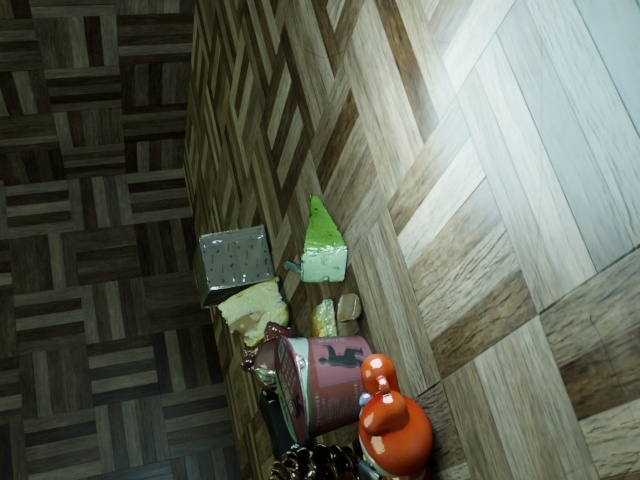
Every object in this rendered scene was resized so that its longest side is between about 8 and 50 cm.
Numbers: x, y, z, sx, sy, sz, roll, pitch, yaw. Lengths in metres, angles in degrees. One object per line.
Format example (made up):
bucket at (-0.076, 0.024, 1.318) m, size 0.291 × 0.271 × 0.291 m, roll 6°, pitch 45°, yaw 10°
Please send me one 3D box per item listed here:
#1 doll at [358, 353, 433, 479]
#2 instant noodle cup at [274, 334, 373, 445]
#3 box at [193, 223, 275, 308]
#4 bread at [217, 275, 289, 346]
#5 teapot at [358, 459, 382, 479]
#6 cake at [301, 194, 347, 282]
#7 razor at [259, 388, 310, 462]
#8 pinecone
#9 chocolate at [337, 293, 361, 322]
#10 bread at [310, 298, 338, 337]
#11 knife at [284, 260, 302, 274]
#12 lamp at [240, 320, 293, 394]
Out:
doll at (0.129, 0.335, 1.227) m, size 0.161 × 0.130 × 0.290 m, roll -104°, pitch -3°, yaw -67°
instant noodle cup at (0.014, 0.306, 1.510) m, size 0.235 × 0.178 × 0.234 m, roll 173°, pitch 90°, yaw -73°
box at (-0.296, 0.095, 2.360) m, size 0.297 × 0.225 × 0.190 m, roll 127°, pitch 131°, yaw -68°
bread at (-0.160, 0.243, 2.237) m, size 0.211 × 0.224 × 0.183 m, roll 31°, pitch -152°, yaw -55°
teapot at (0.136, 0.485, 1.358) m, size 0.096 × 0.087 × 0.177 m, roll -175°, pitch 78°, yaw -68°
cake at (0.012, -0.009, 1.632) m, size 0.235 × 0.099 × 0.100 m, roll -85°, pitch -1°, yaw -53°
razor at (-0.104, 0.596, 2.151) m, size 0.327 × 0.107 × 0.189 m, roll -114°, pitch 23°, yaw -46°
pinecone at (0.004, 0.561, 1.573) m, size 0.224 × 0.272 × 0.224 m, roll -32°, pitch 46°, yaw 41°
chocolate at (0.067, 0.146, 1.522) m, size 0.101 × 0.031 × 0.064 m, roll 151°, pitch 128°, yaw -68°
bread at (0.001, 0.210, 1.734) m, size 0.136 × 0.054 × 0.154 m, roll -161°, pitch 67°, yaw -75°
knife at (-0.067, 0.078, 1.959) m, size 0.210 × 0.015 × 0.028 m, roll -167°, pitch 77°, yaw -71°
lamp at (-0.129, 0.360, 2.045) m, size 0.215 × 0.151 × 0.223 m, roll -47°, pitch 22°, yaw 21°
